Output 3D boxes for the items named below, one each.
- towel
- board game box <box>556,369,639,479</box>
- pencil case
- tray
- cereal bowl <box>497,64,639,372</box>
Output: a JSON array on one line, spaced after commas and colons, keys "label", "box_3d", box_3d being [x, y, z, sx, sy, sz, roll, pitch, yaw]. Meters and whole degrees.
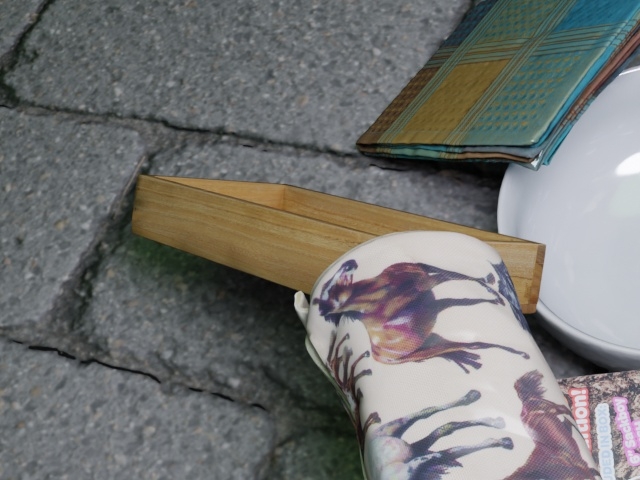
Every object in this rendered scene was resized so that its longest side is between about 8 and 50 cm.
[{"label": "towel", "box_3d": [0.209, -0.185, 1.277, 0.271, 0.040, 0.370, -48, 22, -14]}, {"label": "board game box", "box_3d": [0.269, 0.220, 0.964, 0.291, 0.232, 0.141, -9, 55, 17]}, {"label": "pencil case", "box_3d": [0.104, 0.184, 0.808, 0.183, 0.160, 0.410, -15, 54, -4]}, {"label": "tray", "box_3d": [0.000, 0.000, 1.164, 0.411, 0.202, 0.076, 17, 102, 51]}, {"label": "cereal bowl", "box_3d": [0.349, -0.006, 1.144, 0.339, 0.141, 0.339, -10, 54, 14]}]
